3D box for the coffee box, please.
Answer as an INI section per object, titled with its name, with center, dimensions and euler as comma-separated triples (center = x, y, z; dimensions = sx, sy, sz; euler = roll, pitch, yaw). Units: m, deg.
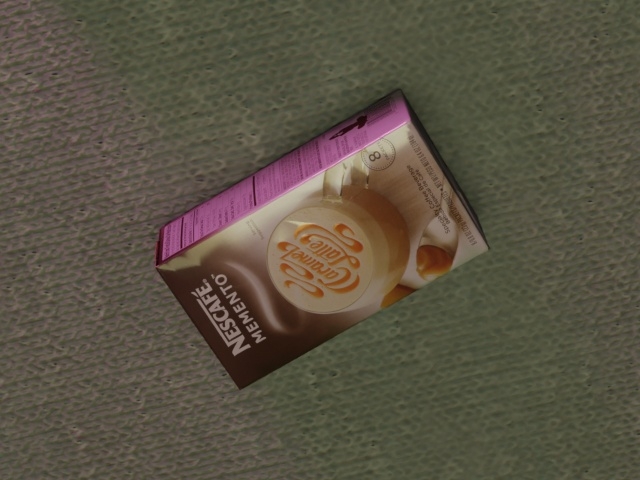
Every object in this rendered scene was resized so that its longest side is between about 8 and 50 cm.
[coffee box]
center = 0.000, 0.000, 1.663
dimensions = 0.246, 0.098, 0.141
euler = -30, 109, 8
